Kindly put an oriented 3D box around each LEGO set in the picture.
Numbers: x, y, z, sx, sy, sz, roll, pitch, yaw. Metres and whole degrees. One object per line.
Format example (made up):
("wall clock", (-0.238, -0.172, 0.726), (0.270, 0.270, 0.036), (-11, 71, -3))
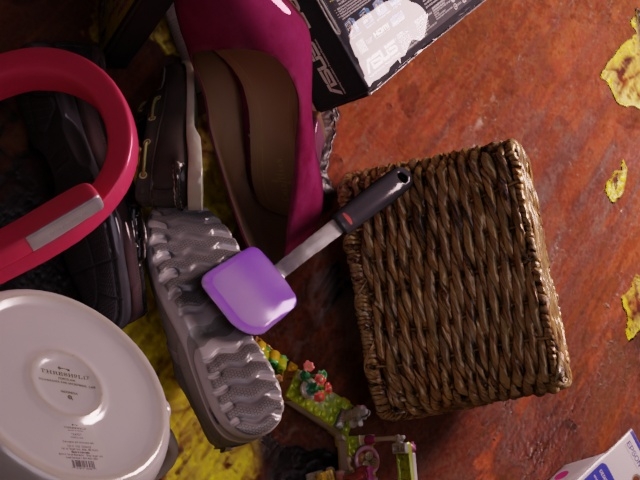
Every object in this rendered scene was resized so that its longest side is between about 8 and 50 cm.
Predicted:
("LEGO set", (0.026, 0.220, 1.428), (0.132, 0.107, 0.287), (-26, 96, -35))

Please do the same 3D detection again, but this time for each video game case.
("video game case", (-0.180, -0.329, 1.293), (0.035, 0.275, 0.248), (2, 80, -20))

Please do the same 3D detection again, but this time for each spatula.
("spatula", (0.000, 0.000, 1.381), (0.296, 0.030, 0.084), (-36, 87, -30))

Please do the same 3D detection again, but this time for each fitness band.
("fitness band", (-0.309, -0.064, 1.200), (0.291, 0.054, 0.209), (-29, 62, -11))

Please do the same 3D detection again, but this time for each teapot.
("teapot", (-0.272, 0.182, 1.194), (0.256, 0.187, 0.252), (41, 32, -3))

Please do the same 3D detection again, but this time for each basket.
("basket", (0.163, 0.050, 1.546), (0.213, 0.223, 0.299), (16, 62, -75))

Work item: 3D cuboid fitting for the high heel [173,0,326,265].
("high heel", (-0.070, -0.120, 1.326), (0.377, 0.127, 0.181), (56, 40, -54))

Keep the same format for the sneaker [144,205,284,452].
("sneaker", (-0.132, 0.090, 1.353), (0.105, 0.115, 0.281), (-3, 63, -30))

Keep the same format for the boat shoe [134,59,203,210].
("boat shoe", (-0.159, -0.114, 1.344), (0.069, 0.081, 0.228), (-3, 39, -6))

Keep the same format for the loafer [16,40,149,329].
("loafer", (-0.220, -0.063, 1.321), (0.095, 0.109, 0.302), (-17, 88, -39))

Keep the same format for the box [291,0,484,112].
("box", (0.056, -0.375, 1.526), (0.395, 0.097, 0.318), (-43, 111, -42))

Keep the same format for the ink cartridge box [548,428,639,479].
("ink cartridge box", (0.299, 0.404, 1.605), (0.371, 0.069, 0.176), (-33, 99, -32))

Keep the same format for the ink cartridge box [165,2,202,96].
("ink cartridge box", (-0.086, -0.299, 1.490), (0.223, 0.045, 0.224), (-24, 95, -35))
